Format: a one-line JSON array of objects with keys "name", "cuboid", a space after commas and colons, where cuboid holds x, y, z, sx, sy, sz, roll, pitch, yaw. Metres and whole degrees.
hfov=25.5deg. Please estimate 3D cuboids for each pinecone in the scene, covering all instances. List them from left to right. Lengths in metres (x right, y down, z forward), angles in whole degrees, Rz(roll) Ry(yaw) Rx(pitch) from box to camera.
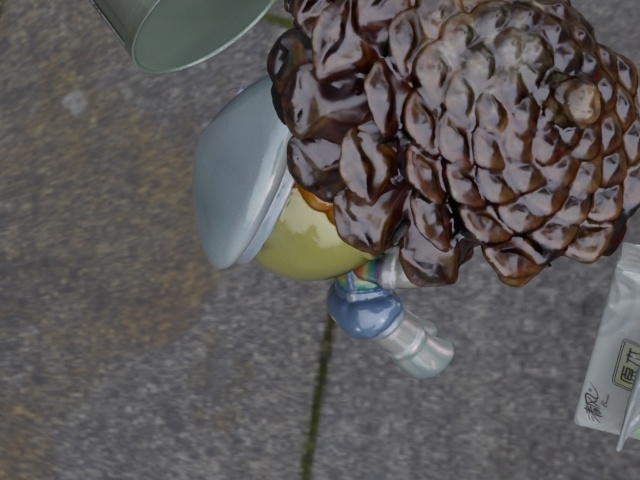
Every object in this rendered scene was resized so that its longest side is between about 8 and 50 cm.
[{"name": "pinecone", "cuboid": [0.093, -0.099, 1.067, 0.298, 0.296, 0.242, 20, 106, -31]}]

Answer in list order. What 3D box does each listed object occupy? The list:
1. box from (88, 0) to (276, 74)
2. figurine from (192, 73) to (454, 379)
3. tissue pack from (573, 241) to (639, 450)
[{"name": "box", "cuboid": [-0.168, -0.326, 1.676, 0.226, 0.226, 0.149, -30, 73, -25]}, {"name": "figurine", "cuboid": [0.011, 0.014, 1.450, 0.205, 0.224, 0.382, -37, 109, 0]}, {"name": "tissue pack", "cuboid": [0.416, 0.144, 1.744, 0.159, 0.145, 0.229, 15, 116, 11]}]
